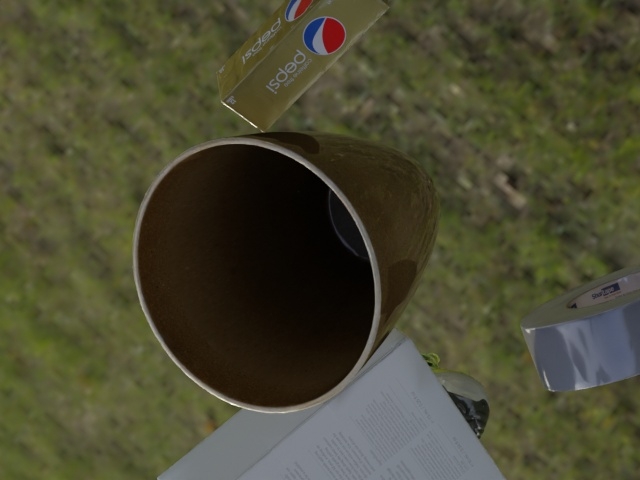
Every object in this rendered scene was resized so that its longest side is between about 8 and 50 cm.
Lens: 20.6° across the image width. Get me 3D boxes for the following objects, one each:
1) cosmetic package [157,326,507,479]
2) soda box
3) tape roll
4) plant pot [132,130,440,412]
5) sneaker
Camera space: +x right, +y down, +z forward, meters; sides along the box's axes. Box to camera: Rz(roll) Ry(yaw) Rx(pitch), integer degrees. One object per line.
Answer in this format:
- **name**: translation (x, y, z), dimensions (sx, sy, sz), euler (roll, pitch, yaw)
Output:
- **cosmetic package**: translation (0.048, 0.294, 1.855), dimensions (0.377, 0.284, 0.097), euler (56, 170, -33)
- **soda box**: translation (-0.019, -0.191, 1.689), dimensions (0.058, 0.181, 0.061), euler (34, -155, -27)
- **tape roll**: translation (0.317, 0.079, 1.799), dimensions (0.219, 0.219, 0.072), euler (-15, 98, 61)
- **plant pot**: translation (0.000, 0.000, 1.564), dimensions (0.237, 0.254, 0.237), euler (8, 108, 26)
- **sneaker**: translation (0.094, 0.186, 2.125), dimensions (0.145, 0.147, 0.385), euler (22, 162, -15)
